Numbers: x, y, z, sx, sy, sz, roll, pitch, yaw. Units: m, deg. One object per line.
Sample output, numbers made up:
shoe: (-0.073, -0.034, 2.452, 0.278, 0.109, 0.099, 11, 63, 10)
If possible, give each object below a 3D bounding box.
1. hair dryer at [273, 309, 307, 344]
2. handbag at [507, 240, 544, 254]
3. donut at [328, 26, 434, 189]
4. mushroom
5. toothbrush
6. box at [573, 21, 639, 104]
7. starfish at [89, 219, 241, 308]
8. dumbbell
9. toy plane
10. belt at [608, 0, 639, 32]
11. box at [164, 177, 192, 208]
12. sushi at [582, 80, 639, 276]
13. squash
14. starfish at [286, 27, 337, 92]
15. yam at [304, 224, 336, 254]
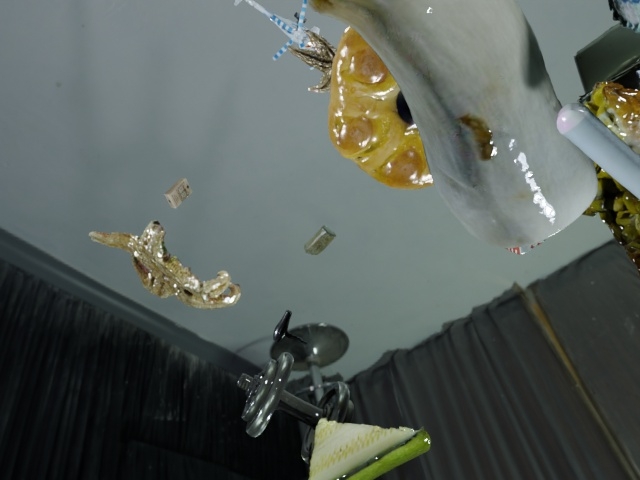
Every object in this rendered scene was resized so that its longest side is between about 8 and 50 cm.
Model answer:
hair dryer: (-0.064, 0.213, 1.205, 0.083, 0.031, 0.079, 26, 99, -3)
handbag: (0.504, -0.104, 1.329, 0.151, 0.298, 0.171, -3, 117, 25)
donut: (0.159, -0.246, 0.843, 0.317, 0.150, 0.299, -39, 104, 17)
mushroom: (0.117, -0.149, 0.477, 0.397, 0.177, 0.126, 50, 63, -34)
toothbrush: (0.321, 0.007, 0.419, 0.342, 0.025, 0.030, 41, 132, -7)
box: (0.623, -0.304, 0.926, 0.291, 0.166, 0.221, -5, 165, -33)
starfish: (-0.197, 0.035, 0.622, 0.210, 0.053, 0.150, 26, 137, 12)
dumbbell: (-0.050, 0.369, 1.136, 0.290, 0.192, 0.192, 28, 125, -4)
toy plane: (-0.113, -0.613, 1.469, 0.273, 0.107, 0.181, 17, 114, 4)
belt: (0.306, -0.275, 0.379, 0.207, 0.257, 0.150, -9, 126, 47)
box: (-0.428, -0.143, 1.547, 0.024, 0.083, 0.053, 13, 140, 29)
sushi: (0.438, -0.077, 0.722, 0.179, 0.167, 0.296, -27, 117, 3)
squash: (0.097, 0.345, 0.886, 0.252, 0.169, 0.093, -39, 107, 22)
starfish: (0.031, -0.410, 1.204, 0.227, 0.240, 0.043, 31, 143, 5)
yam: (0.000, 0.000, 1.208, 0.043, 0.043, 0.094, 18, 135, -28)
